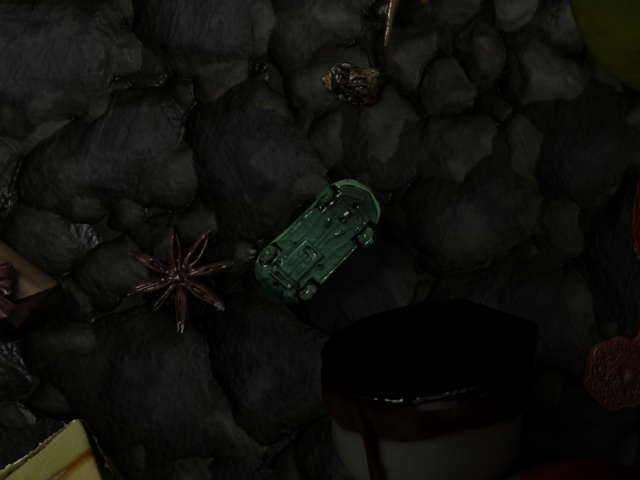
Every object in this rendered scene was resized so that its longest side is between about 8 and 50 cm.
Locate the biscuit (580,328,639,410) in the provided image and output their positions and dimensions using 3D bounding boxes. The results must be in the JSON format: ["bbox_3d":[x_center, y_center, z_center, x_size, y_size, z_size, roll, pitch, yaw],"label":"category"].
[{"bbox_3d":[0.411,0.173,1.816,0.130,0.019,0.102,-26,99,-6],"label":"biscuit"}]

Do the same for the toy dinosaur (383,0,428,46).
[{"bbox_3d":[0.096,-0.347,1.719,0.162,0.039,0.126,-45,90,3],"label":"toy dinosaur"}]

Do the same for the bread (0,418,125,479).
[{"bbox_3d":[-0.288,0.385,1.726,0.167,0.163,0.264,-34,130,-5],"label":"bread"}]

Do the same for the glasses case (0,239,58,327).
[{"bbox_3d":[-0.432,0.036,1.657,0.193,0.070,0.102,39,90,-9],"label":"glasses case"}]

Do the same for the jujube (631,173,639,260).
[{"bbox_3d":[0.486,-0.057,1.741,0.168,0.168,0.236,11,77,-9],"label":"jujube"}]

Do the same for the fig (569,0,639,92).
[{"bbox_3d":[0.470,-0.327,1.617,0.343,0.343,0.343,-1,95,-8],"label":"fig"}]

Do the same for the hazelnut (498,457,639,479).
[{"bbox_3d":[0.302,0.450,1.640,0.409,0.359,0.359,21,92,-48],"label":"hazelnut"}]

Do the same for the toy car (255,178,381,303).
[{"bbox_3d":[0.000,0.000,1.722,0.093,0.058,0.186,43,100,-10],"label":"toy car"}]

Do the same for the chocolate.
[{"bbox_3d":[0.138,0.210,1.677,0.283,0.283,0.186,-15,112,-7],"label":"chocolate"}]

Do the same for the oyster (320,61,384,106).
[{"bbox_3d":[0.040,-0.200,1.729,0.083,0.019,0.054,9,94,-9],"label":"oyster"}]

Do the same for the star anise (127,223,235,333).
[{"bbox_3d":[-0.174,0.043,1.708,0.141,0.042,0.141,0,94,-5],"label":"star anise"}]
